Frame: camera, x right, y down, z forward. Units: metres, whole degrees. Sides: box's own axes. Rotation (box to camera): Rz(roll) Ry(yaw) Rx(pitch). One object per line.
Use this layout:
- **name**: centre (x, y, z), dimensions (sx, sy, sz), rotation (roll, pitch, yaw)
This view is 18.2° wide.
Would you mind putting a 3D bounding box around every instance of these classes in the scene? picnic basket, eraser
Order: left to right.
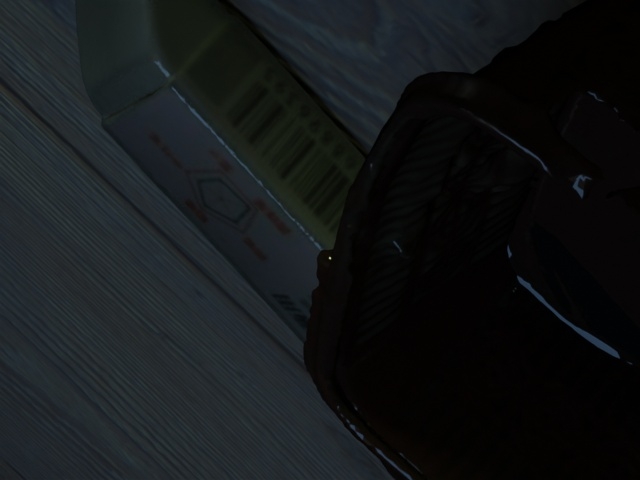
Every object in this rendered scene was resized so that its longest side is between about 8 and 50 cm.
- **eraser**: centre (0.000, 0.000, 0.999), dimensions (0.352, 0.061, 0.089), rotation (48, 149, -14)
- **picnic basket**: centre (0.121, 0.023, 0.819), dimensions (0.222, 0.129, 0.297), rotation (36, 150, 11)
